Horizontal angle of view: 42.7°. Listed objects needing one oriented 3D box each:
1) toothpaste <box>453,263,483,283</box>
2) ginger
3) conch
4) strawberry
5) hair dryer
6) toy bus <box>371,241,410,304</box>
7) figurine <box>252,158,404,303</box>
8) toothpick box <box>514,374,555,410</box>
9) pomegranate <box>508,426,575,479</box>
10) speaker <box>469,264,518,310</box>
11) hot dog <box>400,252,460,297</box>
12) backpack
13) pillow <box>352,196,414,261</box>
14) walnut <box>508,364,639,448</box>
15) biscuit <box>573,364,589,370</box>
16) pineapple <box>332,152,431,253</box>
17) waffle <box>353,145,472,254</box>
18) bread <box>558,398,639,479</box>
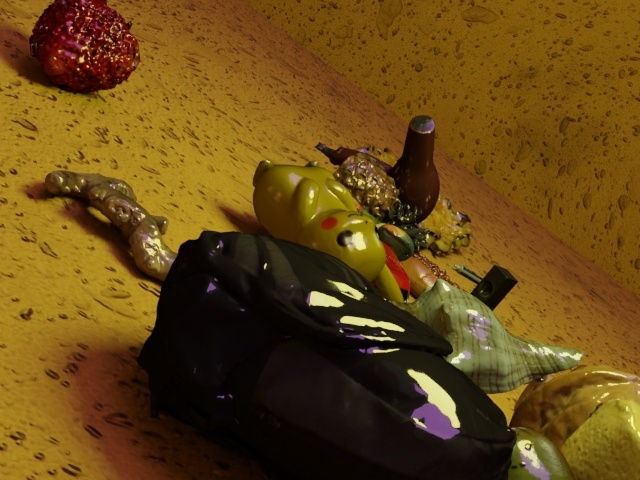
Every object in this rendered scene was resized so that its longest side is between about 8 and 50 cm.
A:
[{"bbox_3d":[0.393,0.093,2.093,0.140,0.021,0.037,30,19,-24],"label":"toothpaste"},{"bbox_3d":[-0.263,-0.026,1.168,0.259,0.065,0.149,35,16,3],"label":"ginger"},{"bbox_3d":[0.217,0.153,1.298,0.386,0.169,0.203,-3,36,15],"label":"conch"},{"bbox_3d":[-0.434,-0.354,1.479,0.184,0.186,0.201,7,28,20],"label":"strawberry"},{"bbox_3d":[0.125,-0.200,1.923,0.340,0.312,0.123,26,56,24],"label":"hair dryer"},{"bbox_3d":[0.113,0.081,1.525,0.081,0.089,0.195,26,22,-28],"label":"toy bus"},{"bbox_3d":[-0.004,-0.005,1.416,0.218,0.169,0.327,-6,42,-42],"label":"figurine"},{"bbox_3d":[0.450,0.327,1.520,0.149,0.098,0.098,38,19,2],"label":"toothpick box"},{"bbox_3d":[0.224,0.317,1.039,0.210,0.180,0.180,25,22,-36],"label":"pomegranate"},{"bbox_3d":[0.295,0.133,1.562,0.046,0.191,0.040,18,26,-45],"label":"speaker"},{"bbox_3d":[0.245,0.101,1.730,0.249,0.076,0.102,45,24,21],"label":"hot dog"},{"bbox_3d":[0.025,0.180,0.901,0.446,0.254,0.363,33,12,37],"label":"backpack"},{"bbox_3d":[0.087,-0.027,1.666,0.233,0.086,0.214,34,-7,-10],"label":"pillow"},{"bbox_3d":[0.416,0.308,1.267,0.257,0.257,0.224,36,19,-1],"label":"walnut"},{"bbox_3d":[0.651,0.376,1.846,0.205,0.040,0.309,33,19,-12],"label":"biscuit"},{"bbox_3d":[0.138,-0.064,1.829,0.279,0.158,0.158,43,19,6],"label":"pineapple"},{"bbox_3d":[0.238,-0.105,2.185,0.382,0.095,0.380,45,22,16],"label":"waffle"},{"bbox_3d":[0.428,0.371,1.124,0.236,0.263,0.198,23,28,-29],"label":"bread"}]
